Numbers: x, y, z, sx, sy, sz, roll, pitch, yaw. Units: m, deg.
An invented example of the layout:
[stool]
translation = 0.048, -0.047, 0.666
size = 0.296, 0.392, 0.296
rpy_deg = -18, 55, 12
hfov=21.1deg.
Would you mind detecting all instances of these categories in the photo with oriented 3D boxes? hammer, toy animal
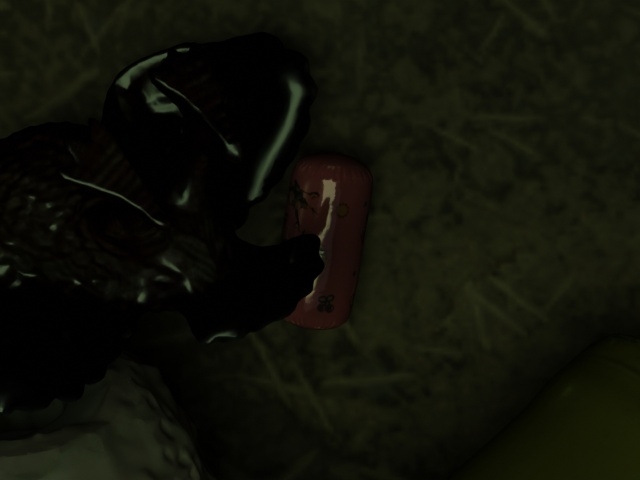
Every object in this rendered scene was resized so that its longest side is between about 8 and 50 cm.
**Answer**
[hammer]
translation = 0.000, 0.000, 0.794
size = 0.043, 0.043, 0.083
rpy_deg = 11, 107, 8
[toy animal]
translation = -0.095, -0.002, 0.760
size = 0.116, 0.218, 0.179
rpy_deg = 49, 150, -20

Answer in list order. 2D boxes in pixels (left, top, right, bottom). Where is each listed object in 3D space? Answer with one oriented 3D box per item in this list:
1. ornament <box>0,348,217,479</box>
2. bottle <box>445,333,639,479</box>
[ornament]
translation = -0.164, 0.159, 0.748
size = 0.259, 0.259, 0.225
rpy_deg = 9, 112, 8
[bottle]
translation = 0.051, 0.211, 0.691
size = 0.351, 0.171, 0.171
rpy_deg = -41, 94, -14
